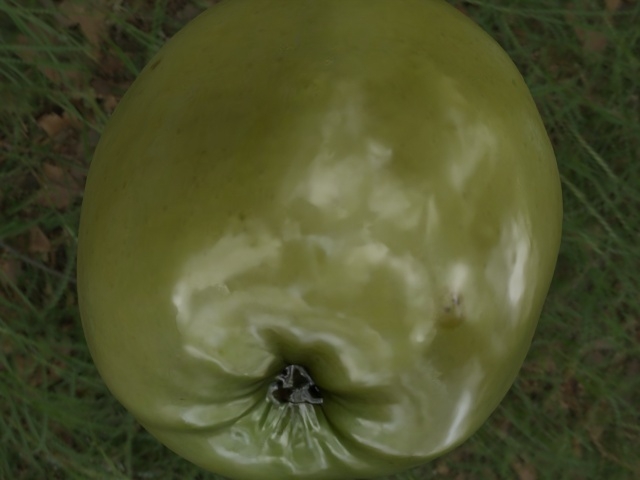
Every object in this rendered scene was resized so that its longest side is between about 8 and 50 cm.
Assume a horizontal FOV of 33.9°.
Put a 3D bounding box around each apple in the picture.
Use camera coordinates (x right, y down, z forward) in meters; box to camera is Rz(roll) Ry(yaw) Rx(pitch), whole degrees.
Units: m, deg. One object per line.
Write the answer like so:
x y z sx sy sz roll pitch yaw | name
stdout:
0.000 0.000 0.546 0.262 0.262 0.262 -15 123 -25 | apple
